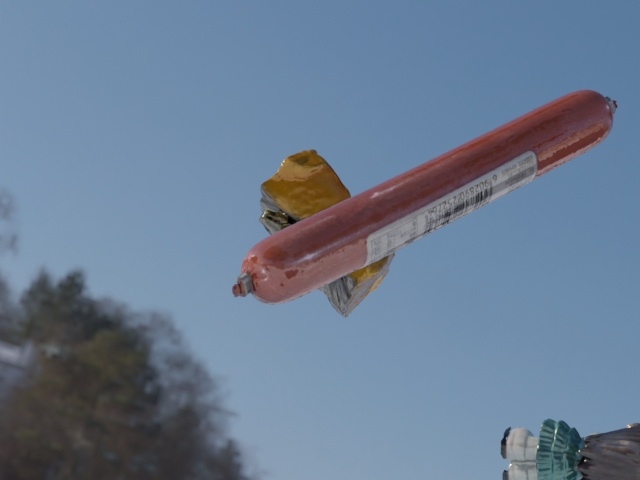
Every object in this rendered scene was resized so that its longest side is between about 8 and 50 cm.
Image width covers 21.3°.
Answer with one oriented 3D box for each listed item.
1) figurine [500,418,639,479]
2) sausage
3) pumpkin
[{"bbox_3d":[0.150,0.116,0.908,0.106,0.060,0.047,2,-2,23],"label":"figurine"},{"bbox_3d":[0.051,-0.021,0.733,0.223,0.029,0.029,-26,9,-31],"label":"sausage"},{"bbox_3d":[0.000,0.000,0.875,0.074,0.054,0.083,50,-12,10],"label":"pumpkin"}]
